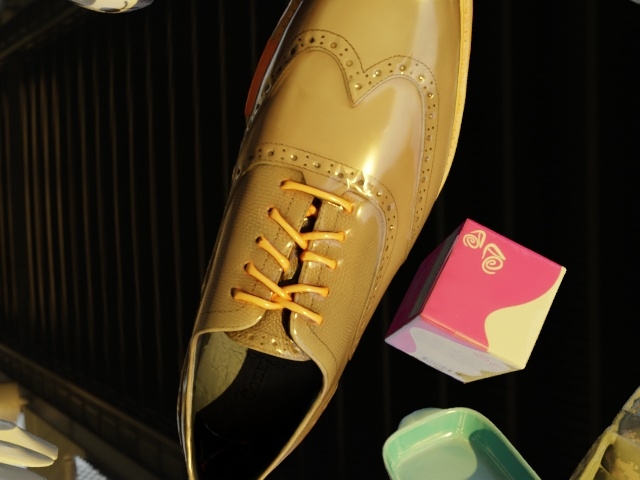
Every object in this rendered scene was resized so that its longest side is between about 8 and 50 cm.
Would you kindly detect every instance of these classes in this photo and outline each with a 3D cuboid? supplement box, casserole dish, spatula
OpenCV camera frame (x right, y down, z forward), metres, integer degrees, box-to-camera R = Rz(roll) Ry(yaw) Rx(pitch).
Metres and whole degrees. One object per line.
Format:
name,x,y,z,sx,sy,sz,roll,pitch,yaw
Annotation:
supplement box,0.154,0.072,0.905,0.114,0.111,0.220,-62,179,-12
casserole dish,0.130,0.223,0.731,0.188,0.114,0.037,51,-29,42
spatula,-0.301,0.128,0.592,0.168,0.242,0.019,-168,-83,-74

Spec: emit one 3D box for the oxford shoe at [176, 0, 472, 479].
oxford shoe,0.000,0.000,0.495,0.133,0.129,0.364,-78,-175,-65

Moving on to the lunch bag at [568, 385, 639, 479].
lunch bag,0.381,0.350,0.973,0.235,0.169,0.287,34,-56,24

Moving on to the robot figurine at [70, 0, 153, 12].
robot figurine,-0.092,-0.269,0.592,0.278,0.209,0.174,-22,-134,12

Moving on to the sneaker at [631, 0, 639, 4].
sneaker,0.249,-0.328,0.731,0.267,0.101,0.106,43,-23,-11
